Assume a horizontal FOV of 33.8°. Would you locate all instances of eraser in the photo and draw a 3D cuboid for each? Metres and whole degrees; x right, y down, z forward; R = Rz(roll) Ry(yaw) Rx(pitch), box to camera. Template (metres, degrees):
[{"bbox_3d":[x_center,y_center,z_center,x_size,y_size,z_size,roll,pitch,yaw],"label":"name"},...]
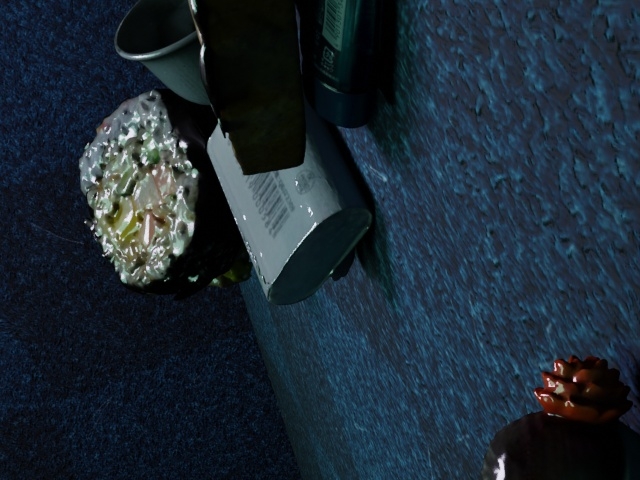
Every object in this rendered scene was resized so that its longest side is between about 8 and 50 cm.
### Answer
[{"bbox_3d":[-0.042,-0.066,1.199,0.174,0.081,0.227,-54,49,38],"label":"eraser"}]

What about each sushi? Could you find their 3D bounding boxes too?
[{"bbox_3d":[-0.201,-0.083,1.753,0.329,0.285,0.328,-52,55,33],"label":"sushi"}]

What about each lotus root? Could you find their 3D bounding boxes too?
[{"bbox_3d":[-0.081,-0.247,0.956,0.390,0.111,0.375,-135,36,-81],"label":"lotus root"}]

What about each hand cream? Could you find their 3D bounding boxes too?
[{"bbox_3d":[0.017,-0.210,0.820,0.270,0.061,0.120,90,158,-51],"label":"hand cream"}]

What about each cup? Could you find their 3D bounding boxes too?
[{"bbox_3d":[-0.142,-0.249,1.362,0.150,0.199,0.199,54,-178,-37],"label":"cup"}]

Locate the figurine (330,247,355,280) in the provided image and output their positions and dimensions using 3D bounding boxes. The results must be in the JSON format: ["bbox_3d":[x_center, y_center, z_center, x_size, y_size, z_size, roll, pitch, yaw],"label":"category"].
[{"bbox_3d":[0.000,0.000,1.272,0.086,0.082,0.094,17,176,44],"label":"figurine"}]

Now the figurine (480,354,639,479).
[{"bbox_3d":[0.153,0.176,0.670,0.245,0.110,0.138,74,-170,-62],"label":"figurine"}]
